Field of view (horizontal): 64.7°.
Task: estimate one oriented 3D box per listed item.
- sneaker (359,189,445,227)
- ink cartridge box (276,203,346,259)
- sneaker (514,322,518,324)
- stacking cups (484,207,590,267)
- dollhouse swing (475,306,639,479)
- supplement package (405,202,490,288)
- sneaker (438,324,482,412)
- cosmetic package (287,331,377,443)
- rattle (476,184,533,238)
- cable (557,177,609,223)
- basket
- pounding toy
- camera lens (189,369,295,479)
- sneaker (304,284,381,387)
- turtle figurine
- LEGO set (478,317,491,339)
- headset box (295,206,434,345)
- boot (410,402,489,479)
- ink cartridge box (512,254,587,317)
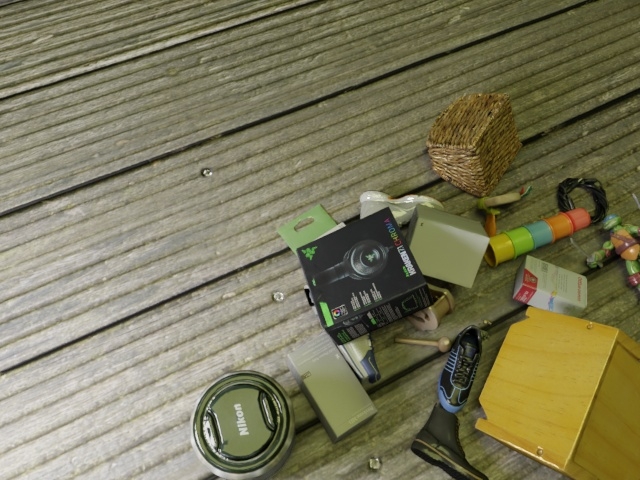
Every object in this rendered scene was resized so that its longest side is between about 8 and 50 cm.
[{"bbox_3d":[0.246,-0.072,1.546,0.262,0.099,0.121,6,68,10],"label":"sneaker"},{"bbox_3d":[0.000,0.000,1.511,0.171,0.056,0.235,-32,69,-17],"label":"ink cartridge box"},{"bbox_3d":[0.606,0.292,1.365,0.188,0.066,0.071,28,65,13],"label":"sneaker"},{"bbox_3d":[0.640,-0.013,1.501,0.316,0.096,0.096,-18,63,-6],"label":"stacking cups"},{"bbox_3d":[0.639,0.411,1.271,0.315,0.305,0.347,13,69,49],"label":"dollhouse swing"},{"bbox_3d":[0.340,0.009,1.406,0.194,0.149,0.203,17,17,5],"label":"supplement package"},{"bbox_3d":[0.365,0.325,1.308,0.081,0.090,0.232,18,53,8],"label":"sneaker"},{"bbox_3d":[0.026,0.373,1.280,0.127,0.107,0.238,-29,63,-19],"label":"cosmetic package"},{"bbox_3d":[0.592,-0.090,1.575,0.199,0.130,0.143,-8,70,-37],"label":"rattle"},{"bbox_3d":[0.838,-0.130,1.615,0.150,0.047,0.185,12,62,5],"label":"cable"},{"bbox_3d":[0.499,-0.317,1.680,0.213,0.223,0.299,13,56,43],"label":"basket"},{"bbox_3d":[0.252,0.188,1.359,0.155,0.154,0.269,-40,69,-21],"label":"pounding toy"},{"bbox_3d":[-0.166,0.428,1.143,0.219,0.274,0.219,1,61,-2],"label":"camera lens"},{"bbox_3d":[0.102,0.213,1.355,0.182,0.127,0.315,-25,63,-12],"label":"sneaker"},{"bbox_3d":[0.877,0.046,1.441,0.197,0.274,0.266,-37,69,17],"label":"turtle figurine"},{"bbox_3d":[0.448,0.251,1.405,0.054,0.023,0.083,14,62,6],"label":"LEGO set"},{"bbox_3d":[0.097,0.092,1.260,0.283,0.131,0.246,-24,55,6],"label":"headset box"},{"bbox_3d":[0.340,0.503,1.239,0.198,0.077,0.137,30,59,12],"label":"boot"},{"bbox_3d":[0.650,0.135,1.432,0.175,0.072,0.127,22,46,9],"label":"ink cartridge box"}]
